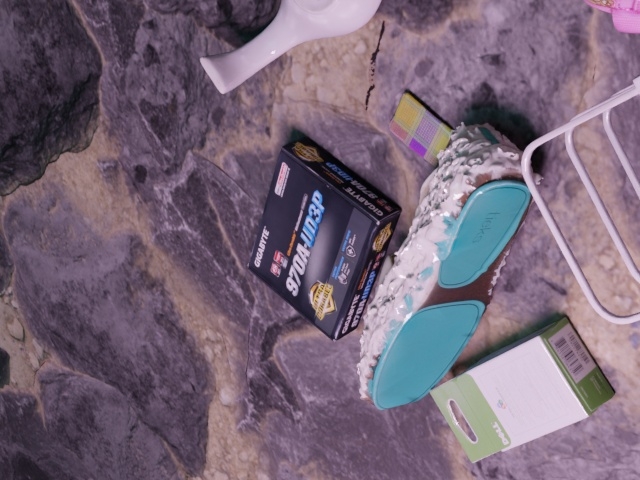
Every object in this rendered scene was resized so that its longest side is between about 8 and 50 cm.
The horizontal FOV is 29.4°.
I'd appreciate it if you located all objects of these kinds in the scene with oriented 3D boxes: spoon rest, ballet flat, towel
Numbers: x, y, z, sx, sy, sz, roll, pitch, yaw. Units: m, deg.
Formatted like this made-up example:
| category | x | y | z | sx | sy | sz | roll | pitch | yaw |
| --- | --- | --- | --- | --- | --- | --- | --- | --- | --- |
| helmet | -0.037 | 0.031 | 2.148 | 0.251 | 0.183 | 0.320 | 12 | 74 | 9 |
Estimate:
| category | x | y | z | sx | sy | sz | roll | pitch | yaw |
| --- | --- | --- | --- | --- | --- | --- | --- | --- | --- |
| spoon rest | -0.030 | -0.283 | 1.497 | 0.276 | 0.084 | 0.137 | -34 | 86 | 34 |
| ballet flat | 0.142 | 0.028 | 1.462 | 0.147 | 0.147 | 0.409 | 42 | 131 | 21 |
| towel | 0.120 | -0.134 | 1.462 | 0.083 | 0.009 | 0.060 | 42 | 133 | 20 |

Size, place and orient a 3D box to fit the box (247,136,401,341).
| category | x | y | z | sx | sy | sz | roll | pitch | yaw |
| --- | --- | --- | --- | --- | --- | --- | --- | --- | --- |
| box | 0.000 | 0.000 | 1.617 | 0.175 | 0.051 | 0.220 | 39 | 133 | 23 |

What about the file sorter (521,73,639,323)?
| category | x | y | z | sx | sy | sz | roll | pitch | yaw |
| --- | --- | --- | --- | --- | --- | --- | --- | --- | --- |
| file sorter | 0.346 | -0.072 | 1.082 | 0.173 | 0.278 | 0.192 | -28 | 90 | 52 |

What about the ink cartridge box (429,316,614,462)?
| category | x | y | z | sx | sy | sz | roll | pitch | yaw |
| --- | --- | --- | --- | --- | --- | --- | --- | --- | --- |
| ink cartridge box | 0.238 | 0.183 | 1.470 | 0.209 | 0.062 | 0.109 | -36 | 84 | 48 |

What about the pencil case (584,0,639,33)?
| category | x | y | z | sx | sy | sz | roll | pitch | yaw |
| --- | --- | --- | --- | --- | --- | --- | --- | --- | --- |
| pencil case | 0.323 | -0.368 | 1.019 | 0.160 | 0.167 | 0.386 | -123 | 30 | -53 |
